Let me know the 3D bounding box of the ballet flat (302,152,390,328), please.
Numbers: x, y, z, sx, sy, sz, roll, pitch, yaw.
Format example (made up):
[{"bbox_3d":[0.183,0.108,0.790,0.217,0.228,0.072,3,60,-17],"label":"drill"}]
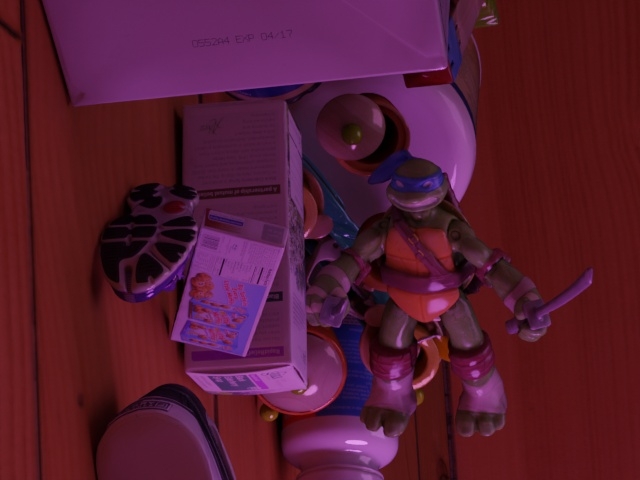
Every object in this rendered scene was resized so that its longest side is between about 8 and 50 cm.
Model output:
[{"bbox_3d":[0.000,0.000,1.859,0.247,0.087,0.083,47,-26,-7],"label":"ballet flat"}]

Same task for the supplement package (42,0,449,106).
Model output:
[{"bbox_3d":[-0.054,-0.223,1.242,0.145,0.262,0.204,-82,164,-54],"label":"supplement package"}]

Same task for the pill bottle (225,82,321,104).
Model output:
[{"bbox_3d":[-0.063,-0.217,1.628,0.219,0.123,0.122,64,23,-65],"label":"pill bottle"}]

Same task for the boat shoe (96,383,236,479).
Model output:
[{"bbox_3d":[-0.088,0.250,1.309,0.102,0.108,0.301,-49,126,-75],"label":"boat shoe"}]

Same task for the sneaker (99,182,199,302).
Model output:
[{"bbox_3d":[-0.117,0.012,1.355,0.170,0.068,0.071,-71,160,-70],"label":"sneaker"}]

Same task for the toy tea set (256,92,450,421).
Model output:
[{"bbox_3d":[0.017,0.025,1.756,0.124,0.200,0.336,-94,176,-69],"label":"toy tea set"}]

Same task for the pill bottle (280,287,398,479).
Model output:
[{"bbox_3d":[0.019,0.172,1.919,0.124,0.124,0.221,67,19,-62],"label":"pill bottle"}]

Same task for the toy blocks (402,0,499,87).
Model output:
[{"bbox_3d":[0.075,-0.323,1.774,0.261,0.191,0.381,-66,147,-55],"label":"toy blocks"}]

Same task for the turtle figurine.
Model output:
[{"bbox_3d":[0.093,0.082,1.638,0.274,0.198,0.266,50,-24,48],"label":"turtle figurine"}]

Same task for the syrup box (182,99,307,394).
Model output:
[{"bbox_3d":[-0.064,0.007,1.573,0.093,0.096,0.236,61,27,-72],"label":"syrup box"}]

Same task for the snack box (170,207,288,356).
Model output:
[{"bbox_3d":[-0.072,0.036,1.418,0.178,0.064,0.022,111,-10,-57],"label":"snack box"}]

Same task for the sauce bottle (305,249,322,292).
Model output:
[{"bbox_3d":[0.031,-0.015,2.124,0.344,0.111,0.111,-73,157,-69],"label":"sauce bottle"}]

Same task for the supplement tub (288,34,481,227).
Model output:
[{"bbox_3d":[0.062,-0.156,2.029,0.316,0.228,0.228,-78,161,-61],"label":"supplement tub"}]
